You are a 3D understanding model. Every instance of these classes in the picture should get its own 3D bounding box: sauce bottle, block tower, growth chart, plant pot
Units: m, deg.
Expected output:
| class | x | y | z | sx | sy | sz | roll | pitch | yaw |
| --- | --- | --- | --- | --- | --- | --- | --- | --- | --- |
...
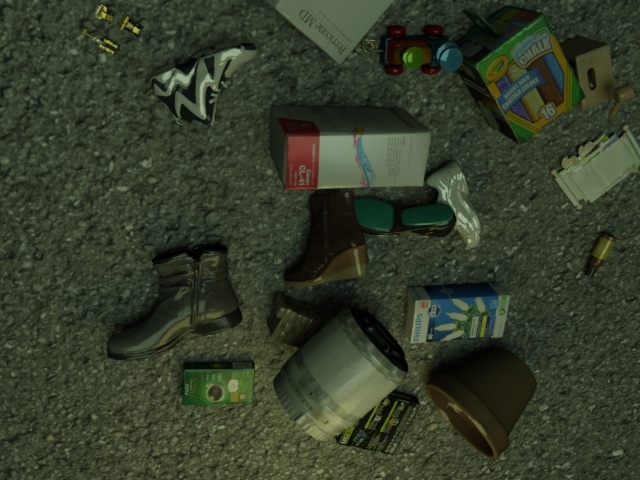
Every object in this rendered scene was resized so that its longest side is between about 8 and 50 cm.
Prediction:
| class | x | y | z | sx | sy | sz | roll | pitch | yaw |
| --- | --- | --- | --- | --- | --- | --- | --- | --- | --- |
| sauce bottle | 0.752 | 0.040 | 1.910 | 0.042 | 0.042 | 0.128 | 17 | 110 | -19 |
| block tower | 0.020 | 0.242 | 1.809 | 0.336 | 0.091 | 0.097 | 25 | 106 | -21 |
| growth chart | 0.714 | -0.190 | 1.807 | 0.237 | 0.021 | 0.172 | -34 | 116 | 4 |
| plant pot | 0.455 | 0.418 | 1.926 | 0.229 | 0.263 | 0.263 | -41 | 118 | -14 |

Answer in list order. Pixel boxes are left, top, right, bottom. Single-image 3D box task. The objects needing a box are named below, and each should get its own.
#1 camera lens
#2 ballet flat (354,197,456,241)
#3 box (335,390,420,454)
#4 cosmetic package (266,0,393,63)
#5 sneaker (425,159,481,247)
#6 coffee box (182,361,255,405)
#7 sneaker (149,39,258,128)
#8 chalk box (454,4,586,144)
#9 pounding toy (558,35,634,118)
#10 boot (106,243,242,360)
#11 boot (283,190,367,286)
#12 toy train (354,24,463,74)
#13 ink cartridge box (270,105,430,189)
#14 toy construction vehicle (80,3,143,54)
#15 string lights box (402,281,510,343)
| class | x | y | z | sx | sy | sz | roll | pitch | yaw |
| --- | --- | --- | --- | --- | --- | --- | --- | --- | --- |
| camera lens | 0.052 | 0.310 | 1.674 | 0.274 | 0.219 | 0.219 | -43 | 116 | 9 |
| ballet flat | 0.183 | -0.040 | 1.701 | 0.281 | 0.095 | 0.096 | 6 | 148 | 10 |
| box | 0.161 | 0.506 | 1.988 | 0.184 | 0.045 | 0.190 | 17 | 110 | -17 |
| cosmetic package | 0.084 | -0.598 | 1.354 | 0.453 | 0.161 | 0.230 | -49 | 143 | 12 |
| sneaker | 0.319 | -0.077 | 1.742 | 0.115 | 0.090 | 0.232 | -22 | 108 | 5 |
| coffee box | -0.264 | 0.369 | 1.831 | 0.184 | 0.040 | 0.113 | 0 | 114 | -13 |
| sneaker | -0.225 | -0.320 | 1.495 | 0.235 | 0.094 | 0.153 | -23 | 118 | -2 |
| chalk box | 0.412 | -0.394 | 1.557 | 0.179 | 0.180 | 0.289 | -35 | 118 | 5 |
| pounding toy | 0.612 | -0.347 | 1.608 | 0.094 | 0.206 | 0.181 | -21 | 117 | -3 |
| boot | -0.365 | 0.135 | 1.674 | 0.338 | 0.118 | 0.222 | -20 | 114 | -16 |
| boot | 0.000 | 0.000 | 1.694 | 0.248 | 0.090 | 0.206 | -13 | 88 | 35 |
| toy train | 0.172 | -0.400 | 1.519 | 0.248 | 0.143 | 0.105 | -4 | 114 | -11 |
| ink cartridge box | 0.055 | -0.206 | 1.536 | 0.306 | 0.226 | 0.131 | 0 | 115 | -12 |
| toy construction vehicle | -0.422 | -0.425 | 1.434 | 0.098 | 0.035 | 0.086 | 31 | 104 | -23 |
| string lights box | 0.356 | 0.190 | 1.868 | 0.260 | 0.076 | 0.133 | -3 | 116 | -11 |
